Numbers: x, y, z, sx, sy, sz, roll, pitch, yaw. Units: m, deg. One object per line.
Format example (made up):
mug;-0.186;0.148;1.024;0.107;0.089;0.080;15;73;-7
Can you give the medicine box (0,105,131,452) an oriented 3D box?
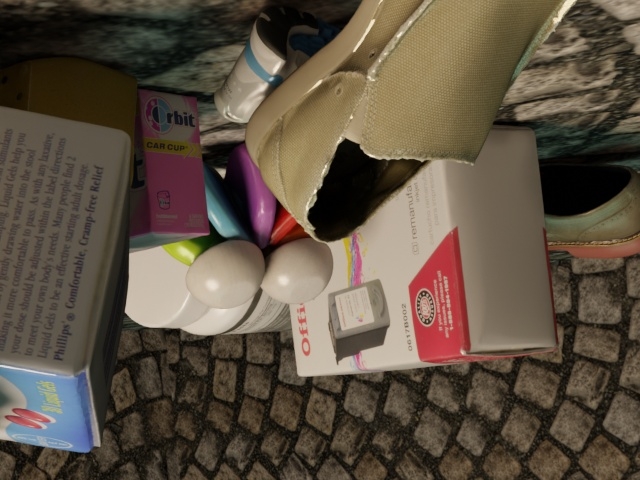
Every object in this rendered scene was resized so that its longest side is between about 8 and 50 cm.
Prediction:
medicine box;-0.272;0.022;0.725;0.289;0.149;0.263;10;160;-6

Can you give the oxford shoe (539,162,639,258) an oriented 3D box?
oxford shoe;0.232;-0.045;1.410;0.348;0.123;0.130;-8;147;23

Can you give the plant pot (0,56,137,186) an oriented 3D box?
plant pot;-0.179;-0.076;0.754;0.081;0.082;0.083;-11;161;30

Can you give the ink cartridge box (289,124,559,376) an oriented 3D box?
ink cartridge box;0.091;0.022;1.203;0.131;0.226;0.306;-2;171;-34

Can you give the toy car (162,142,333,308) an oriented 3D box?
toy car;-0.064;-0.030;1.081;0.182;0.159;0.136;-2;137;-33

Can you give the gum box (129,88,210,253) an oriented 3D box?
gum box;-0.177;-0.042;0.906;0.188;0.107;0.062;-12;171;39

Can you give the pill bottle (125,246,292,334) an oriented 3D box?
pill bottle;-0.098;0.030;1.359;0.161;0.161;0.283;-12;171;38

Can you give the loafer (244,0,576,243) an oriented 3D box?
loafer;0.061;-0.087;0.607;0.101;0.092;0.268;0;151;-38

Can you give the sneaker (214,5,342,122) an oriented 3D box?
sneaker;0.009;-0.093;0.748;0.190;0.071;0.083;10;140;-43
